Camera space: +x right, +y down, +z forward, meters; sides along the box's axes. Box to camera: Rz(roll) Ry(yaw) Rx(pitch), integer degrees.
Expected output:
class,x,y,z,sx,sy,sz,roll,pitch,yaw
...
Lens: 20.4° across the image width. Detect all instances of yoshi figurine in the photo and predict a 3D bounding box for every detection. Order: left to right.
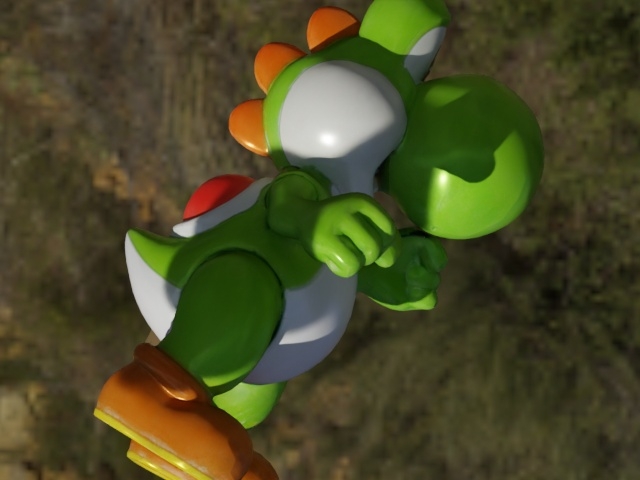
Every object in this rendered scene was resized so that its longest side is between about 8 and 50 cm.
class,x,y,z,sx,sy,sz,roll,pitch,yaw
yoshi figurine,0.023,0.009,1.142,0.203,0.362,0.203,38,163,-31

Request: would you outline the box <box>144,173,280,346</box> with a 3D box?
class,x,y,z,sx,sy,sz,roll,pitch,yaw
box,-0.098,0.047,1.515,0.021,0.201,0.164,38,127,-12
